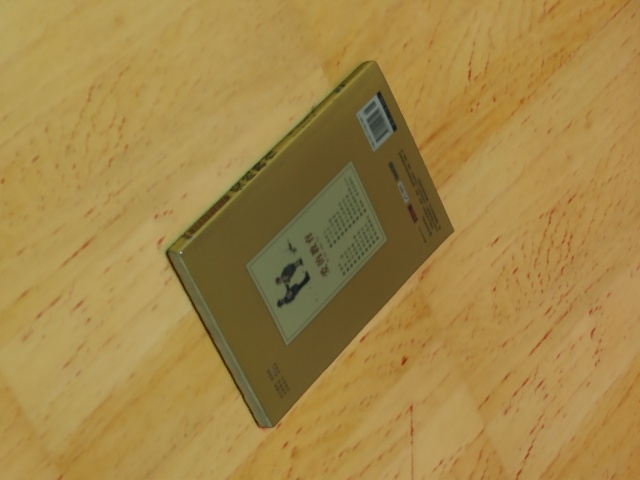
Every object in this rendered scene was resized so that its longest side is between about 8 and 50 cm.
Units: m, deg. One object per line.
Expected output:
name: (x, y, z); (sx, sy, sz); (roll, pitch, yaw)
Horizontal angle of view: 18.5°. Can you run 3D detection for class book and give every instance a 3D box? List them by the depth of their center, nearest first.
book: (0.000, 0.000, 1.034); (0.172, 0.012, 0.118); (-45, 123, -33)
